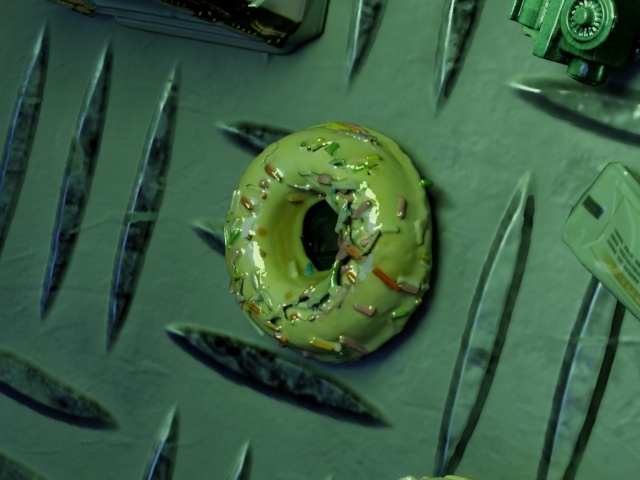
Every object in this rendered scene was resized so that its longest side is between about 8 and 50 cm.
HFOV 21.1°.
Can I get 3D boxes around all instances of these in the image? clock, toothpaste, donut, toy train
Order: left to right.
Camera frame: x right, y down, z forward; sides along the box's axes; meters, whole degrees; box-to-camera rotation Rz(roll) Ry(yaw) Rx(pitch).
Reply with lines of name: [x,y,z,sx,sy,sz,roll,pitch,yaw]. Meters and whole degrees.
clock: [-0.135,-0.205,1.240,0.253,0.186,0.083,15,91,39]
donut: [0.000,0.000,1.183,0.175,0.068,0.174,-5,81,40]
toy train: [0.173,-0.184,1.057,0.111,0.071,0.170,30,106,47]
toothpaste: [0.230,0.055,1.005,0.255,0.037,0.067,52,123,34]

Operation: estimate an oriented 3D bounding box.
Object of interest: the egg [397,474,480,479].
egg: [0.082,0.259,1.008,0.201,0.201,0.244,-46,72,28]
